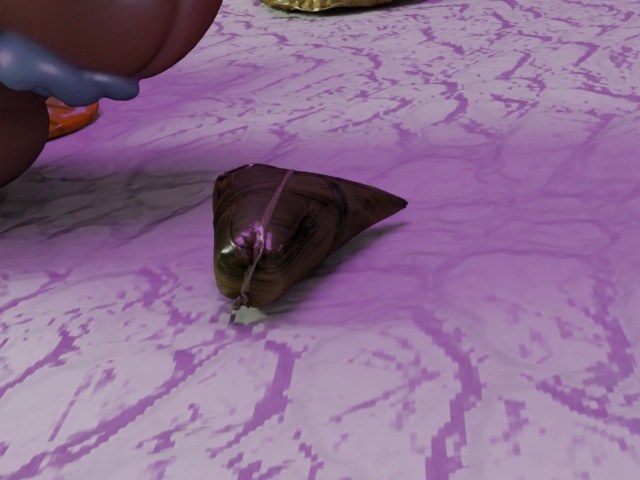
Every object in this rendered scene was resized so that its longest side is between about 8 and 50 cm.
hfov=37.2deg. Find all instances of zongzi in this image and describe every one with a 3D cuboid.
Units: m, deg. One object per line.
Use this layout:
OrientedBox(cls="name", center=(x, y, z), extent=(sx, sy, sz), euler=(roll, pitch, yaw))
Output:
OrientedBox(cls="zongzi", center=(0.000, 0.000, 0.367), extent=(0.083, 0.040, 0.076), euler=(6, 28, -10))

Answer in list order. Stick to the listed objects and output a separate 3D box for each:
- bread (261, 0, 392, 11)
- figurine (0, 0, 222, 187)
OrientedBox(cls="bread", center=(0.018, -0.310, 0.955), extent=(0.179, 0.133, 0.250), euler=(-15, 23, -6))
OrientedBox(cls="figurine", center=(-0.236, -0.140, 0.531), extent=(0.276, 0.248, 0.388), euler=(8, 17, -27))
